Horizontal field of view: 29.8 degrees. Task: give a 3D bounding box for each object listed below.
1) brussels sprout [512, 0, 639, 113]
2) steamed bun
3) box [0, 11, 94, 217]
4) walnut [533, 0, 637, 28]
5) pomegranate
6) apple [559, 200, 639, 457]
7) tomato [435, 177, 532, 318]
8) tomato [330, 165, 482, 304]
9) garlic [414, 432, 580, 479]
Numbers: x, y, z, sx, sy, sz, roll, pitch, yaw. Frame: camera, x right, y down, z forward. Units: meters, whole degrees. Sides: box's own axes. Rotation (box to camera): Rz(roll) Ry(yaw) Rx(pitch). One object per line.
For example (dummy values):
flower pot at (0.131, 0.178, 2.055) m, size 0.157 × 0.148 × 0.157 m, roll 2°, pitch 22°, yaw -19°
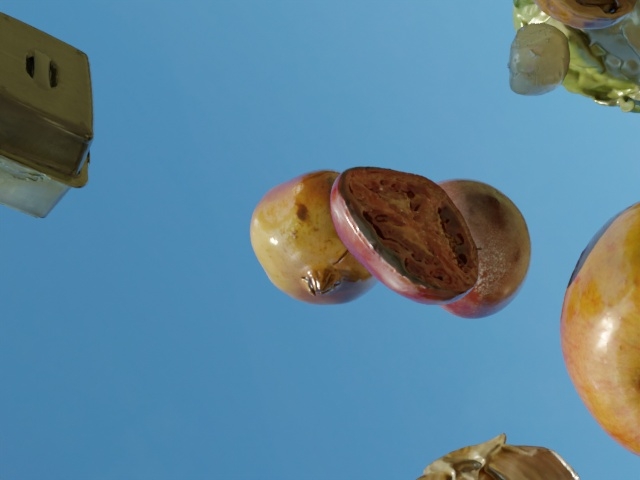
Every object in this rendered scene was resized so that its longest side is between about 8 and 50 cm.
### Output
brussels sprout at (0.535, -0.410, 2.125) m, size 0.371 × 0.276 × 0.315 m, roll 41°, pitch -125°, yaw 21°
steamed bun at (0.365, -0.296, 1.982) m, size 0.130 × 0.091 × 0.112 m, roll -53°, pitch -35°, yaw -48°
box at (-0.439, -0.186, 1.734) m, size 0.220 × 0.166 × 0.290 m, roll 24°, pitch -150°, yaw -29°
walnut at (0.326, -0.363, 1.627) m, size 0.211 × 0.087 × 0.167 m, roll 42°, pitch -122°, yaw 0°
pomegranate at (0.002, -0.003, 1.739) m, size 0.209 × 0.209 × 0.209 m, roll 28°, pitch -135°, yaw -32°
apple at (0.411, 0.091, 1.328) m, size 0.299 × 0.299 × 0.275 m, roll 52°, pitch -167°, yaw -5°
tomato at (0.268, 0.004, 2.226) m, size 0.270 × 0.227 × 0.270 m, roll 25°, pitch -149°, yaw -16°
tomato at (0.085, 0.006, 1.326) m, size 0.166 × 0.082 × 0.174 m, roll 3°, pitch -129°, yaw -37°
garlic at (0.193, 0.341, 1.397) m, size 0.229 × 0.143 × 0.178 m, roll -12°, pitch -127°, yaw -11°
